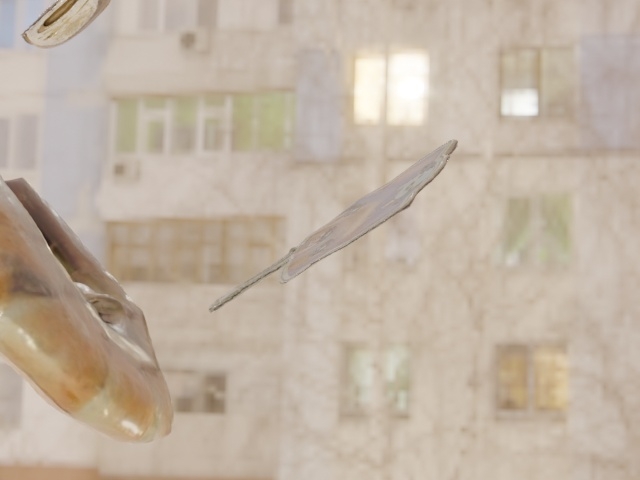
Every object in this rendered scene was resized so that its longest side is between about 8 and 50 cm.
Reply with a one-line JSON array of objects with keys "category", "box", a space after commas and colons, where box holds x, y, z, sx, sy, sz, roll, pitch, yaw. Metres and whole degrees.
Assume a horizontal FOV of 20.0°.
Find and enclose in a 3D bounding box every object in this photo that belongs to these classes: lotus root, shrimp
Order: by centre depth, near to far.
[{"category": "shrimp", "box": [-0.156, -0.033, 0.745, 0.058, 0.296, 0.169, -41, -10, 4]}, {"category": "lotus root", "box": [-0.188, -0.173, 1.378, 0.083, 0.030, 0.037, -35, 14, 20]}]

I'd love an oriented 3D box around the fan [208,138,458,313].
[{"category": "fan", "box": [0.000, 0.000, 1.203, 0.220, 0.009, 0.132, -31, 9, 35]}]
